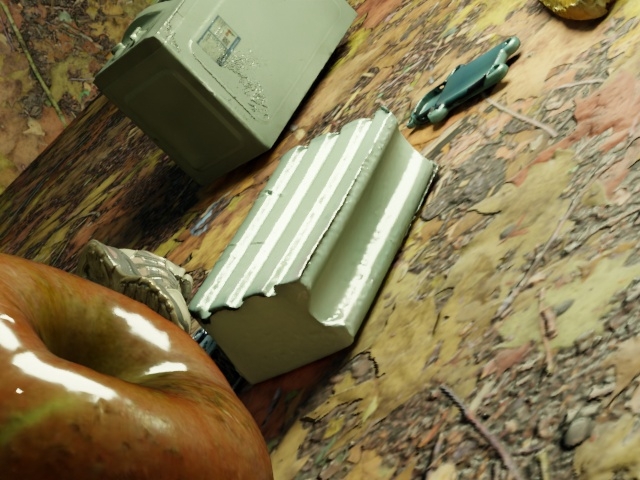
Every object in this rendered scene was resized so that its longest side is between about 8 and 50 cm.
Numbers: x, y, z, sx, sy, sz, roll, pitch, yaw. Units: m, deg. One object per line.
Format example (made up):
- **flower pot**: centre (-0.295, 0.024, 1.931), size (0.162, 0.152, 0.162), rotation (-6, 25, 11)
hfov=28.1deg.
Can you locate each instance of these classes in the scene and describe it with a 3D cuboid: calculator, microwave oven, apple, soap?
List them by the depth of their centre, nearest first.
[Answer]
- **apple**: centre (-0.207, 0.179, 0.792), size (0.305, 0.338, 0.338), rotation (-59, 17, 8)
- **soap**: centre (0.000, 0.000, 1.129), size (0.150, 0.094, 0.261), rotation (-21, 27, 39)
- **calculator**: centre (0.140, -0.153, 1.280), size (0.141, 0.019, 0.094), rotation (-28, 23, 42)
- **microwave oven**: centre (-0.127, -0.255, 1.712), size (0.181, 0.237, 0.295), rotation (-24, 28, 46)

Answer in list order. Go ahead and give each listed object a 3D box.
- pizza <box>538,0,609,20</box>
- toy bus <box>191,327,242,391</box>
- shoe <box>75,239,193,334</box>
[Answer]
- **pizza**: centre (0.275, -0.291, 1.229), size (0.188, 0.080, 0.204), rotation (-60, 19, 29)
- **toy bus**: centre (-0.126, 0.122, 1.181), size (0.166, 0.047, 0.065), rotation (-16, 37, 57)
- **shoe**: centre (-0.184, 0.065, 1.370), size (0.180, 0.092, 0.089), rotation (35, 112, 39)
